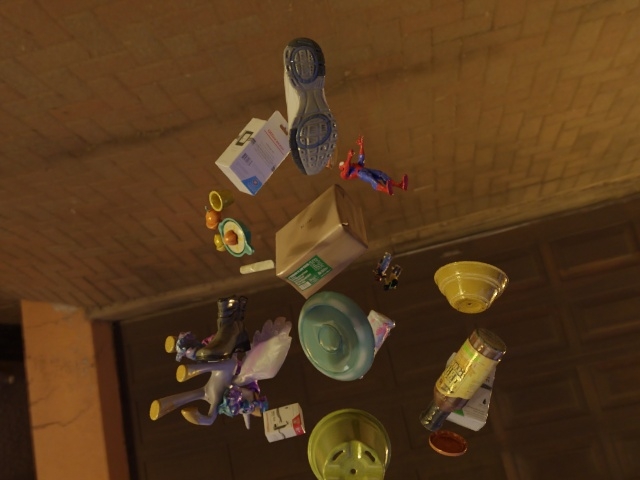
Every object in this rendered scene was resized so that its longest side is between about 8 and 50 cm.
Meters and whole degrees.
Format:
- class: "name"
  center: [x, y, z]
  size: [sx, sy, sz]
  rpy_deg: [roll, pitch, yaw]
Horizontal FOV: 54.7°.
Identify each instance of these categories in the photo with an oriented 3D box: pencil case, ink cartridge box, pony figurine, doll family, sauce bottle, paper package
- class: "pencil case"
  center: [0.184, 0.408, 2.438]
  size: [0.114, 0.273, 0.124]
  rpy_deg: [30, 173, 33]
- class: "ink cartridge box"
  center: [0.477, 0.493, 2.033]
  size: [0.153, 0.208, 0.086]
  rpy_deg: [19, 146, 5]
- class: "pony figurine"
  center: [-0.275, 0.366, 1.771]
  size: [0.303, 0.350, 0.364]
  rpy_deg: [5, 172, 43]
- class: "doll family"
  center: [0.241, 0.126, 2.267]
  size: [0.076, 0.111, 0.193]
  rpy_deg: [15, 157, 46]
- class: "ink cartridge box"
  center: [-0.144, -0.207, 1.435]
  size: [0.060, 0.180, 0.104]
  rpy_deg: [21, 158, 46]
- class: "sauce bottle"
  center: [0.407, 0.418, 1.813]
  size: [0.111, 0.111, 0.344]
  rpy_deg: [4, 121, -49]
- class: "ink cartridge box"
  center: [-0.132, 0.654, 2.222]
  size: [0.135, 0.099, 0.056]
  rpy_deg: [-16, 133, 2]
- class: "paper package"
  center: [0.000, 0.000, 2.301]
  size: [0.325, 0.309, 0.168]
  rpy_deg: [-39, 117, 20]

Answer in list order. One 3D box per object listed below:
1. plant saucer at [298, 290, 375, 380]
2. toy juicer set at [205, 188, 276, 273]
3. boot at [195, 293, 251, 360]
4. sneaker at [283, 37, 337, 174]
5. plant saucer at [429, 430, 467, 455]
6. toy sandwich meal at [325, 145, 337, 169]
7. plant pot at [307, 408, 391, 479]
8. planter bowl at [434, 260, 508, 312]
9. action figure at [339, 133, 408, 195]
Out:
- class: "plant saucer"
  center: [0.040, 0.326, 2.068]
  size: [0.318, 0.317, 0.044]
  rpy_deg: [-25, 176, 41]
- class: "toy juicer set"
  center: [-0.299, 0.006, 2.074]
  size: [0.090, 0.329, 0.209]
  rpy_deg: [-24, 167, -41]
- class: "boot"
  center: [-0.264, 0.230, 1.648]
  size: [0.084, 0.161, 0.246]
  rpy_deg: [-5, 180, 18]
- class: "sneaker"
  center: [-0.028, -0.296, 1.392]
  size: [0.111, 0.296, 0.129]
  rpy_deg: [-4, -171, -8]
- class: "plant saucer"
  center: [0.282, 0.451, 1.370]
  size: [0.084, 0.013, 0.083]
  rpy_deg: [5, -163, -1]
- class: "toy sandwich meal"
  center: [0.035, -0.274, 2.027]
  size: [0.029, 0.085, 0.085]
  rpy_deg: [7, 169, 11]
- class: "plant pot"
  center: [0.097, 0.689, 1.932]
  size: [0.276, 0.275, 0.254]
  rpy_deg: [-12, 176, -2]
- class: "planter bowl"
  center: [0.443, 0.155, 1.831]
  size: [0.217, 0.090, 0.217]
  rpy_deg: [9, 148, 6]
- class: "action figure"
  center: [0.138, -0.230, 1.829]
  size: [0.092, 0.139, 0.280]
  rpy_deg: [-18, -157, -30]
